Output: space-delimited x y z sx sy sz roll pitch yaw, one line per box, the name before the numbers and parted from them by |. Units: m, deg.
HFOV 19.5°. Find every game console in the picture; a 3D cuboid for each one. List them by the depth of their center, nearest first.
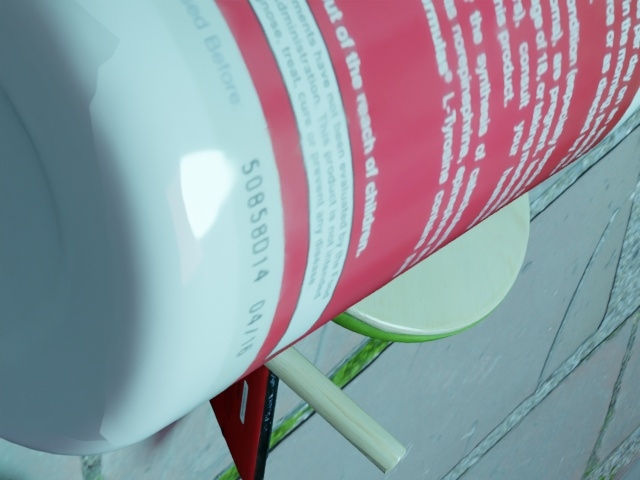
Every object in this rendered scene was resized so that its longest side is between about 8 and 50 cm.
game console | -0.020 0.054 1.112 0.085 0.124 0.144 -12 140 -18

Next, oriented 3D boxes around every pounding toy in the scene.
pounding toy | 0.000 0.000 1.004 0.110 0.183 0.237 -34 -162 51

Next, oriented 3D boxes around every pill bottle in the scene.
pill bottle | 0.001 -0.101 0.759 0.408 0.229 0.229 -31 148 -39
